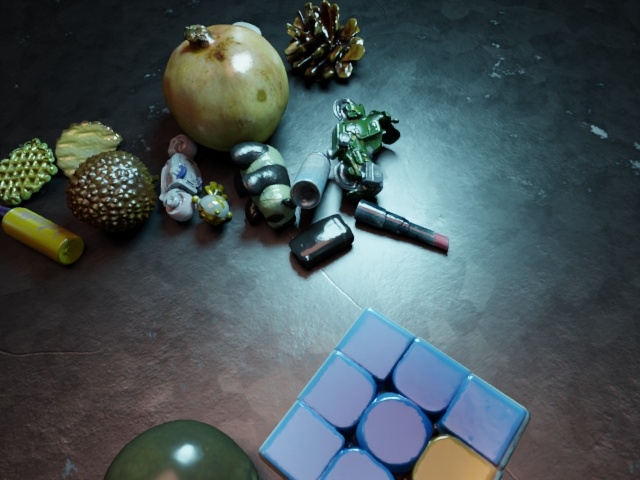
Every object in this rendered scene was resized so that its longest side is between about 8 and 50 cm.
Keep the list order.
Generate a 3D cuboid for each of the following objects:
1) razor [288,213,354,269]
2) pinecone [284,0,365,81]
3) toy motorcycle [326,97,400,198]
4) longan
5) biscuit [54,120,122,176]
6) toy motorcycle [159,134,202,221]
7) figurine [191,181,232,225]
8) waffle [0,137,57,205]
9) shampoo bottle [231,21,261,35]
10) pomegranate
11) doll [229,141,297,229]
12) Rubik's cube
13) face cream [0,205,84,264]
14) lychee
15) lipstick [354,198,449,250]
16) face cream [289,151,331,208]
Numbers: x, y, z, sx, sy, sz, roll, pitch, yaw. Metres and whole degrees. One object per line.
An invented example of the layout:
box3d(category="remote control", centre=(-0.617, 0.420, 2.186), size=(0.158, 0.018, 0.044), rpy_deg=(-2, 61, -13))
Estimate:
box3d(category="razor", centre=(0.000, 0.000, 1.136), size=(0.148, 0.054, 0.090), rpy_deg=(-30, 59, -14))
box3d(category="pinecone", centre=(0.002, -0.569, 1.384), size=(0.229, 0.201, 0.202), rpy_deg=(-31, 45, 14))
box3d(category="toy motorcycle", centre=(0.114, -0.229, 1.215), size=(0.187, 0.125, 0.274), rpy_deg=(10, 68, -20))
box3d(category="longan", centre=(-0.229, 0.428, 0.800), size=(0.258, 0.258, 0.258), rpy_deg=(-2, 60, 3))
box3d(category="biscuit", centre=(-0.643, -0.264, 1.318), size=(0.183, 0.118, 0.061), rpy_deg=(-34, 21, -11))
box3d(category="toy motorcycle", centre=(-0.366, -0.159, 1.236), size=(0.113, 0.112, 0.254), rpy_deg=(-8, 62, -1))
box3d(category="figurine", centre=(-0.258, -0.093, 1.192), size=(0.101, 0.068, 0.143), rpy_deg=(38, 28, -5))
box3d(category="waffle", centre=(-0.791, -0.183, 1.286), size=(0.183, 0.036, 0.169), rpy_deg=(-38, 64, -3))
box3d(category="shampoo bottle", centre=(-0.273, -0.586, 1.489), size=(0.108, 0.051, 0.220), rpy_deg=(20, 63, 12))
box3d(category="pomegranate", centre=(-0.243, -0.403, 1.230), size=(0.339, 0.338, 0.338), rpy_deg=(-2, 60, 3))
box3d(category="doll", centre=(-0.137, -0.137, 1.176), size=(0.135, 0.143, 0.234), rpy_deg=(-15, 60, -12))
box3d(category="Rubik's cube", centre=(0.113, 0.340, 0.799), size=(0.292, 0.291, 0.290), rpy_deg=(32, 67, 19))
box3d(category="face cream", centre=(-0.711, -0.028, 1.184), size=(0.274, 0.078, 0.078), rpy_deg=(24, 65, 16))
box3d(category="lychee", centre=(-0.490, -0.123, 1.166), size=(0.200, 0.200, 0.238), rpy_deg=(36, 40, 21))
box3d(category="lipstick", centre=(0.195, -0.031, 1.146), size=(0.234, 0.053, 0.053), rpy_deg=(24, 65, 13))
box3d(category="face cream", centre=(-0.018, -0.157, 1.174), size=(0.075, 0.075, 0.229), rpy_deg=(4, 29, 6))
